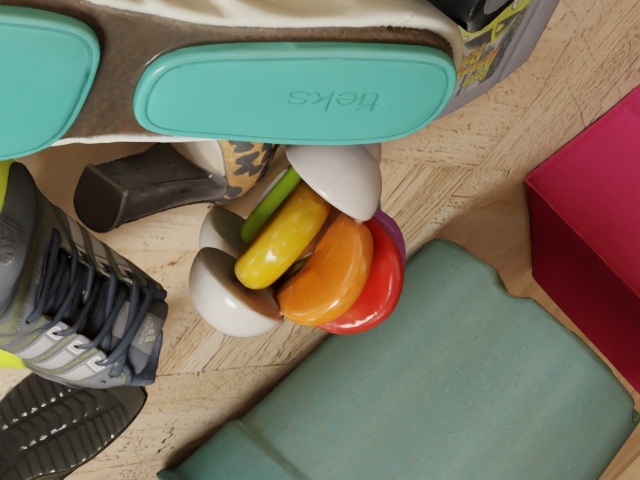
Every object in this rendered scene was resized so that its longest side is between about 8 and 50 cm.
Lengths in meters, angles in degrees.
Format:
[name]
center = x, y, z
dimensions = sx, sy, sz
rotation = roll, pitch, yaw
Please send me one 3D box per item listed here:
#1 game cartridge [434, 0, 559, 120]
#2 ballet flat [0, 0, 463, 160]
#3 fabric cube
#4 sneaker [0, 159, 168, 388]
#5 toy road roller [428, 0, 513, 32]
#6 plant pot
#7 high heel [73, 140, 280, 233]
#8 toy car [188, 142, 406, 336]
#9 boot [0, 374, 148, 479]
[game cartridge]
center = 0.099, -0.171, 1.211
dimensions = 0.294, 0.060, 0.196
rotation = -27, 152, -56
[ballet flat]
center = -0.118, -0.114, 0.910
dimensions = 0.400, 0.139, 0.139
rotation = -2, 140, -28
[fabric cube]
center = 0.379, -0.003, 1.809
dimensions = 0.259, 0.254, 0.258
rotation = -38, 156, -9
[sneaker]
center = -0.152, 0.027, 1.073
dimensions = 0.300, 0.121, 0.111
rotation = 85, 24, -80
[toy road roller]
center = 0.089, -0.289, 0.876
dimensions = 0.240, 0.202, 0.329
rotation = -45, 167, -27
[plant pot]
center = 0.089, 0.201, 1.644
dimensions = 0.334, 0.341, 0.341
rotation = -47, 159, -5
[high heel]
center = -0.039, -0.122, 1.127
dimensions = 0.186, 0.093, 0.261
rotation = -24, 153, -57
[toy car]
center = 0.000, 0.000, 1.287
dimensions = 0.159, 0.136, 0.182
rotation = -50, -168, 16
[boot]
center = -0.205, 0.159, 1.394
dimensions = 0.198, 0.077, 0.137
rotation = -31, 164, 8
